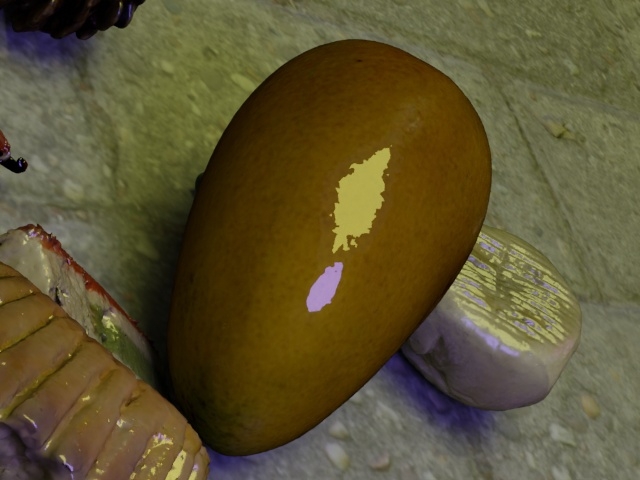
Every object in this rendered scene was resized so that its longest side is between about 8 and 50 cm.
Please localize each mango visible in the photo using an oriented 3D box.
[{"bbox_3d":[0.000,0.000,1.286,0.221,0.264,0.378,29,53,1],"label":"mango"}]

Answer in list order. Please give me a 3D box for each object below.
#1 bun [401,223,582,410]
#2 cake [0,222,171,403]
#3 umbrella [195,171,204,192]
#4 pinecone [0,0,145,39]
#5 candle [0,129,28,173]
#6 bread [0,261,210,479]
[{"bbox_3d":[0.133,0.070,1.483,0.193,0.128,0.178,31,35,-7],"label":"bun"},{"bbox_3d":[-0.198,0.082,1.161,0.220,0.116,0.086,58,14,-59],"label":"cake"},{"bbox_3d":[-0.027,-0.066,1.494,0.235,0.059,0.066,-22,112,-52],"label":"umbrella"},{"bbox_3d":[-0.227,-0.264,1.366,0.204,0.179,0.184,13,22,-19],"label":"pinecone"},{"bbox_3d":[-0.334,-0.155,1.228,0.301,0.059,0.084,43,43,-10],"label":"candle"},{"bbox_3d":[-0.191,0.111,0.942,0.274,0.274,0.149,42,62,-10],"label":"bread"}]
